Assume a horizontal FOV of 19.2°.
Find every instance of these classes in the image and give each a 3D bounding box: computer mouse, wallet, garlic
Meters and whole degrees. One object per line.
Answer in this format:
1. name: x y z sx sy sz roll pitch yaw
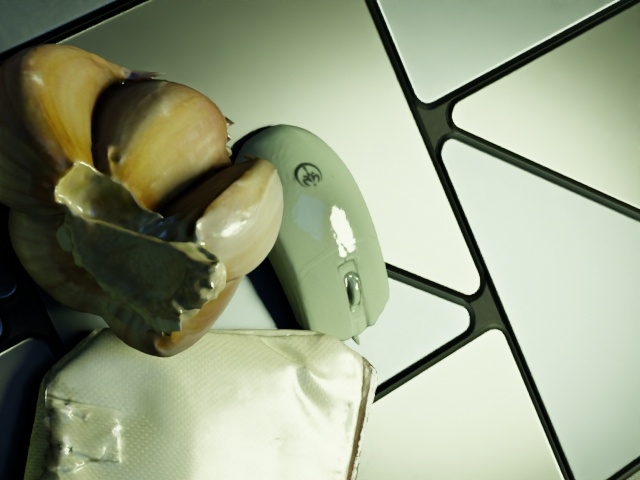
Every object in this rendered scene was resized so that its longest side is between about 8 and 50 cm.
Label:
1. computer mouse: 0.000 0.000 1.415 0.089 0.056 0.182 -29 104 -23
2. wallet: -0.086 0.214 1.346 0.274 0.068 0.335 16 75 -28
3. garlic: -0.138 -0.024 1.276 0.214 0.160 0.191 28 29 0
